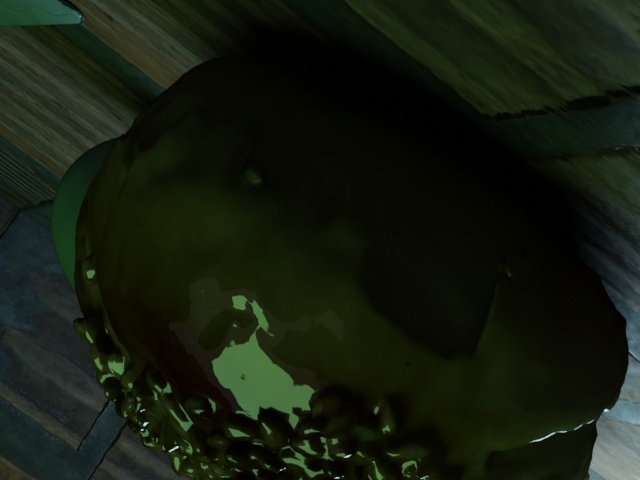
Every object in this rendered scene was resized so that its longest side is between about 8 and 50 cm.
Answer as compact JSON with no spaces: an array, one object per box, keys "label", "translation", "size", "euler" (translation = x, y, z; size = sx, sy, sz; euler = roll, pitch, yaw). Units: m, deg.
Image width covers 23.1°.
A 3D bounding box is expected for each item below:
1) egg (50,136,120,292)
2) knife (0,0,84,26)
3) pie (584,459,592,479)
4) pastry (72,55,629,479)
[{"label":"egg","translation":[-0.133,0.003,1.354],"size":[0.168,0.168,0.231],"euler":[25,167,42]},{"label":"knife","translation":[-0.285,-0.197,1.310],"size":[0.080,0.044,0.331],"euler":[47,159,-23]},{"label":"pie","translation":[0.146,0.154,1.417],"size":[0.257,0.105,0.274],"euler":[46,173,26]},{"label":"pastry","translation":[0.008,0.067,1.003],"size":[0.410,0.245,0.409],"euler":[31,168,7]}]
